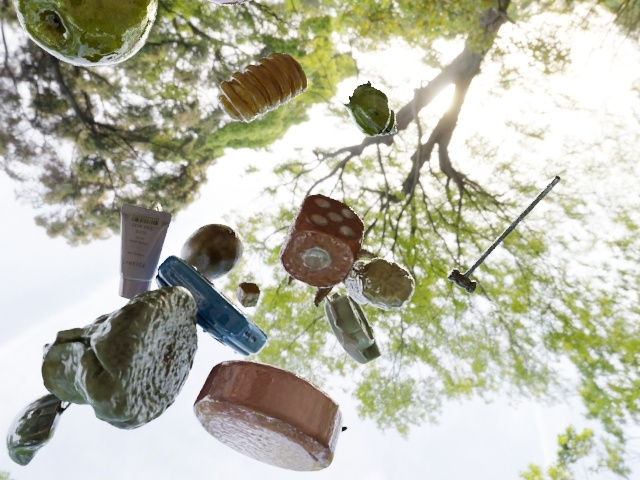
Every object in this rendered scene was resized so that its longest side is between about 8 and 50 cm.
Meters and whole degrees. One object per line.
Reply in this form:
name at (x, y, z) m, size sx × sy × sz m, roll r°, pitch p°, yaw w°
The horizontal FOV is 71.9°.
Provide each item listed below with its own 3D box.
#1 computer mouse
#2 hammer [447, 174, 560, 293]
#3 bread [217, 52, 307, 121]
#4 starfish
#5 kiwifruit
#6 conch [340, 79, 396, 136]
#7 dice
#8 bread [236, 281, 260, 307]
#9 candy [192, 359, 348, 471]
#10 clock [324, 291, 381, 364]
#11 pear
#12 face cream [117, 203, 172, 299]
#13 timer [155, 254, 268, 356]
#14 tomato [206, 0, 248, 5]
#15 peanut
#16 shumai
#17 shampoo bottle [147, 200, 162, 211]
computer mouse at (-0.781, 0.495, 1.216) m, size 0.090 × 0.379 × 0.167 m, roll 32°, pitch -148°, yaw -34°
hammer at (0.340, -0.006, 0.820) m, size 0.058 × 0.292 × 0.029 m, roll 33°, pitch -141°, yaw 4°
bread at (-0.193, -0.511, 1.462) m, size 0.311 × 0.121 × 0.173 m, roll -37°, pitch -101°, yaw -21°
starfish at (0.043, 0.099, 1.425) m, size 0.302 × 0.060 × 0.299 m, roll -35°, pitch -106°, yaw -25°
kiwifruit at (-0.376, 0.038, 1.550) m, size 0.196 × 0.234 × 0.196 m, roll 40°, pitch -150°, yaw -29°
conch at (0.113, -0.282, 0.968) m, size 0.080 × 0.094 × 0.201 m, roll 28°, pitch 175°, yaw 31°
dice at (0.000, 0.000, 1.132) m, size 0.175 × 0.173 × 0.179 m, roll 20°, pitch -146°, yaw -9°
bread at (-0.272, 0.205, 1.661) m, size 0.077 × 0.083 × 0.070 m, roll 1°, pitch -145°, yaw -31°
candy at (-0.078, 0.293, 0.725) m, size 0.256 × 0.255 × 0.094 m, roll 22°, pitch -130°, yaw 1°
clock at (0.118, 0.328, 1.736) m, size 0.109 × 0.324 × 0.265 m, roll -28°, pitch -127°, yaw 10°
pear at (-0.468, -0.494, 0.897) m, size 0.253 × 0.252 × 0.307 m, roll 12°, pitch -134°, yaw -10°
face cream at (-0.538, 0.037, 1.320) m, size 0.154 × 0.273 × 0.096 m, roll 11°, pitch -173°, yaw 4°
timer at (-0.310, 0.193, 1.261) m, size 0.340 × 0.309 × 0.115 m, roll 33°, pitch -105°, yaw 30°
tomato at (-0.209, -0.642, 0.910) m, size 0.265 × 0.264 × 0.264 m, roll 11°, pitch -138°, yaw -11°
peanut at (0.142, 0.112, 1.148) m, size 0.130 × 0.290 × 0.130 m, roll 1°, pitch -95°, yaw -15°
shumai at (-0.441, 0.231, 0.946) m, size 0.264 × 0.309 × 0.303 m, roll 4°, pitch -118°, yaw 13°
shampoo bottle at (-0.542, -0.082, 1.412) m, size 0.034 × 0.048 × 0.141 m, roll 1°, pitch -156°, yaw -4°
